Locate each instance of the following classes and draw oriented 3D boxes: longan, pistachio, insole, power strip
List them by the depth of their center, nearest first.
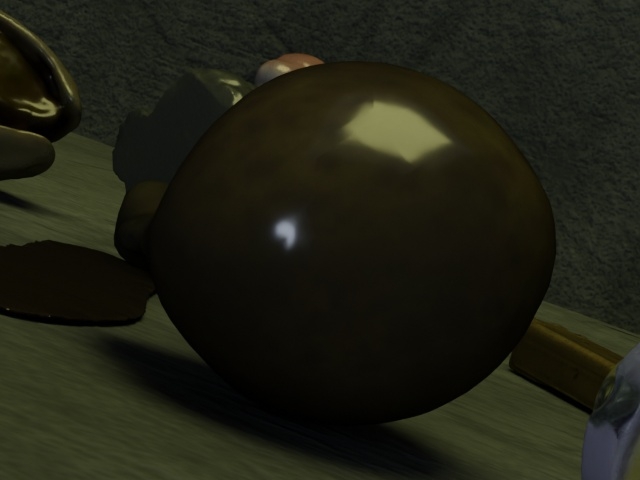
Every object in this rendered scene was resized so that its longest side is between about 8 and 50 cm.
[{"bbox_3d":[0.000,0.000,0.703,0.204,0.159,0.185,6,7,24],"label":"longan"},{"bbox_3d":[-0.142,0.020,0.867,0.111,0.007,0.328,21,4,3],"label":"insole"},{"bbox_3d":[0.216,0.108,1.125,0.064,0.044,0.305,17,5,-23],"label":"power strip"},{"bbox_3d":[-0.297,-0.121,1.221,0.238,0.138,0.153,21,-31,17],"label":"pistachio"}]

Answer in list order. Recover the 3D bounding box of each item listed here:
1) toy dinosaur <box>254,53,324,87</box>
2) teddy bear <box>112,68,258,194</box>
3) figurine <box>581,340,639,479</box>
[{"bbox_3d":[-0.029,-0.055,1.257,0.152,0.177,0.194,22,3,34],"label":"toy dinosaur"},{"bbox_3d":[-0.002,-0.002,1.032,0.251,0.144,0.171,19,26,-26],"label":"teddy bear"},{"bbox_3d":[0.189,0.092,0.563,0.183,0.128,0.208,15,9,-24],"label":"figurine"}]
